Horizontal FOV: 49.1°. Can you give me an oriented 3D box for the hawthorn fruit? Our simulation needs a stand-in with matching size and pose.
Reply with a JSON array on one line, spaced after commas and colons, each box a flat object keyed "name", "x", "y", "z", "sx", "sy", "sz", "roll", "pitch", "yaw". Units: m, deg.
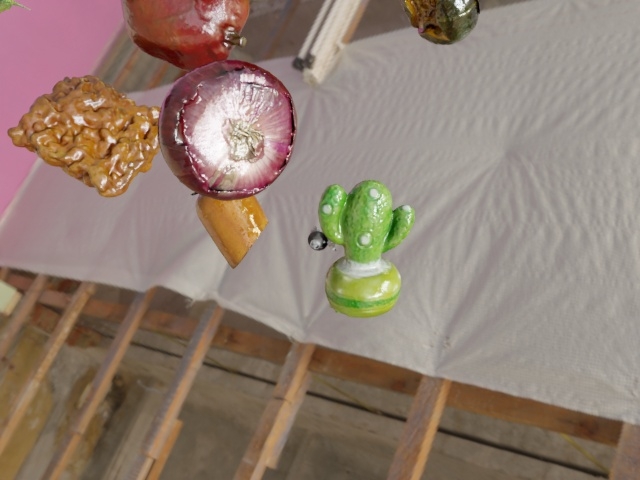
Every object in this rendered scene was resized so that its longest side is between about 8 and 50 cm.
[{"name": "hawthorn fruit", "x": -0.286, "y": -0.511, "z": 1.584, "sx": 0.307, "sy": 0.265, "sz": 0.265, "roll": 26, "pitch": -103, "yaw": 19}]

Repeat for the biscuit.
[{"name": "biscuit", "x": -0.559, "y": -0.273, "z": 1.745, "sx": 0.318, "sy": 0.312, "sz": 0.110, "roll": -62, "pitch": -176, "yaw": -36}]

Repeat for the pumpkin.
[{"name": "pumpkin", "x": 0.332, "y": -0.656, "z": 1.925, "sx": 0.159, "sy": 0.238, "sz": 0.238, "roll": -46, "pitch": -144, "yaw": -18}]

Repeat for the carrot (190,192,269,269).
[{"name": "carrot", "x": -0.293, "y": -0.099, "z": 2.283, "sx": 0.214, "sy": 0.331, "sz": 0.193, "roll": -35, "pitch": 177, "yaw": -24}]

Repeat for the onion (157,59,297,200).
[{"name": "onion", "x": -0.157, "y": -0.187, "z": 1.174, "sx": 0.248, "sy": 0.248, "sz": 0.161, "roll": -49, "pitch": -132, "yaw": 0}]

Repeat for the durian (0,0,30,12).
[{"name": "durian", "x": -0.718, "y": -0.541, "z": 1.386, "sx": 0.355, "sy": 0.169, "sz": 0.158, "roll": 123, "pitch": -14, "yaw": -75}]

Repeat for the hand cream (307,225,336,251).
[{"name": "hand cream", "x": 0.002, "y": -0.003, "z": 1.814, "sx": 0.050, "sy": 0.084, "sz": 0.257, "roll": -54, "pitch": 175, "yaw": 5}]

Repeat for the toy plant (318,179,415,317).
[{"name": "toy plant", "x": 0.107, "y": 0.011, "z": 1.652, "sx": 0.224, "sy": 0.316, "sz": 0.184, "roll": 0, "pitch": -154, "yaw": 3}]
